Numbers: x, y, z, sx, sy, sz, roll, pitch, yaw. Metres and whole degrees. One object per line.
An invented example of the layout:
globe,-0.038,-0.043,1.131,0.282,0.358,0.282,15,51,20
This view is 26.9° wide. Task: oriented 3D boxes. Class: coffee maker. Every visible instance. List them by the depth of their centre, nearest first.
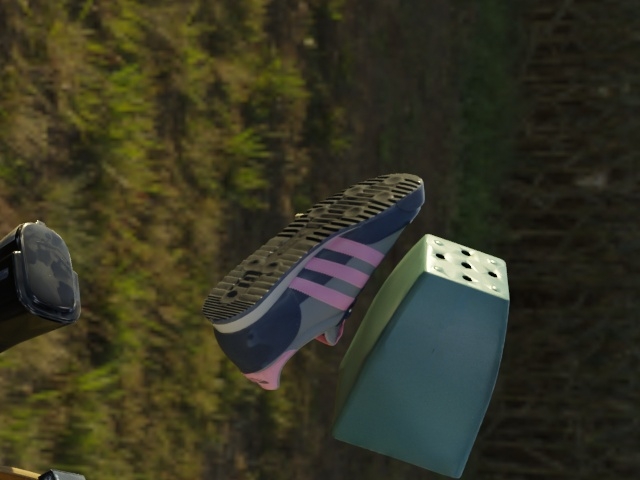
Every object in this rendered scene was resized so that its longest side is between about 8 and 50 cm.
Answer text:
coffee maker,-0.370,0.086,1.557,0.120,0.178,0.171,-15,83,-62

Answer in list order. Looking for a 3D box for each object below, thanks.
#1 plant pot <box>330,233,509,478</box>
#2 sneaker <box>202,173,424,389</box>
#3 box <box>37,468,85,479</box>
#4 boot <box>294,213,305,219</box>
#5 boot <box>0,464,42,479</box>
plant pot,0.134,0.126,1.614,0.166,0.165,0.234,-80,-170,-65
sneaker,0.009,0.043,1.552,0.319,0.112,0.131,-36,118,-24
box,-0.243,0.270,1.323,0.083,0.018,0.067,65,11,23
boot,0.000,0.000,1.742,0.059,0.158,0.085,21,81,-30
boot,-0.290,0.379,1.416,0.211,0.295,0.104,-64,180,-40
